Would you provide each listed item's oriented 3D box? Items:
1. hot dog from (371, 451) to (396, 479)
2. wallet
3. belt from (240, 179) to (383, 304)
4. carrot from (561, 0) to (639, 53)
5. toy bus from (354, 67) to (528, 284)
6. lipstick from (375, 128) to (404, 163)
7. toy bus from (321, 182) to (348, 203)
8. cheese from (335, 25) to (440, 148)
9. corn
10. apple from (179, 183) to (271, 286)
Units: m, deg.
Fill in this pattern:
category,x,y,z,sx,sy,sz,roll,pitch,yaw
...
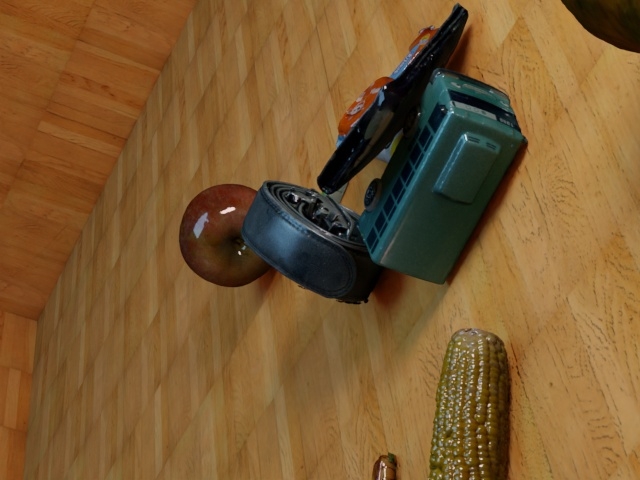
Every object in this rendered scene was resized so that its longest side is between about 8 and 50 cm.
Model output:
category,x,y,z,sx,sy,sz,roll,pitch,yaw
hot dog,0.082,0.333,1.804,0.049,0.037,0.122,121,165,-59
wallet,0.114,-0.200,1.939,0.190,0.046,0.379,-58,-5,34
belt,0.000,0.000,2.057,0.116,0.207,0.267,-65,33,14
carrot,0.364,-0.289,1.333,0.241,0.242,0.341,-69,18,6
toy bus,0.159,-0.082,1.838,0.256,0.128,0.147,-63,21,23
lipstick,0.109,-0.146,2.119,0.059,0.059,0.264,-69,21,5
toy bus,0.022,-0.084,2.325,0.083,0.031,0.037,-68,28,9
cheese,0.103,-0.240,2.161,0.256,0.037,0.106,-52,21,-10
corn,0.170,0.244,1.577,0.097,0.097,0.319,-43,32,51
apple,-0.163,-0.011,2.506,0.174,0.188,0.188,-128,59,-76
